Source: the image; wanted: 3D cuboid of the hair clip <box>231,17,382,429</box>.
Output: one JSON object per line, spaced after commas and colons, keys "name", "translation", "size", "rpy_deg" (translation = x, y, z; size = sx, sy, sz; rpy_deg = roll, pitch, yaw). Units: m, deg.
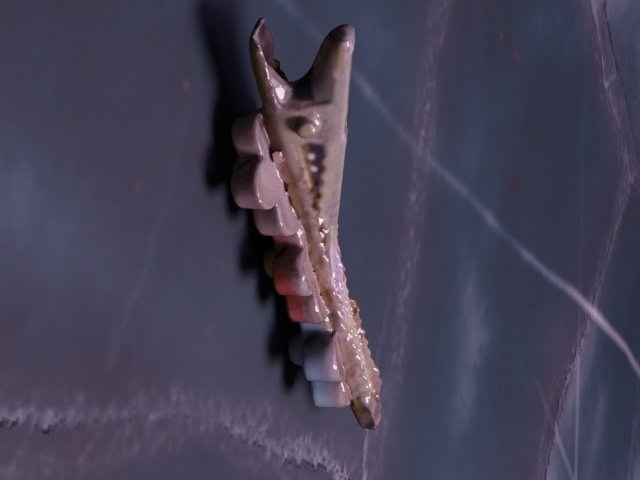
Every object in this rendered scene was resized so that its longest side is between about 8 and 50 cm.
{"name": "hair clip", "translation": [-0.007, 0.000, 0.705], "size": [0.062, 0.056, 0.214], "rpy_deg": [-79, 166, -53]}
